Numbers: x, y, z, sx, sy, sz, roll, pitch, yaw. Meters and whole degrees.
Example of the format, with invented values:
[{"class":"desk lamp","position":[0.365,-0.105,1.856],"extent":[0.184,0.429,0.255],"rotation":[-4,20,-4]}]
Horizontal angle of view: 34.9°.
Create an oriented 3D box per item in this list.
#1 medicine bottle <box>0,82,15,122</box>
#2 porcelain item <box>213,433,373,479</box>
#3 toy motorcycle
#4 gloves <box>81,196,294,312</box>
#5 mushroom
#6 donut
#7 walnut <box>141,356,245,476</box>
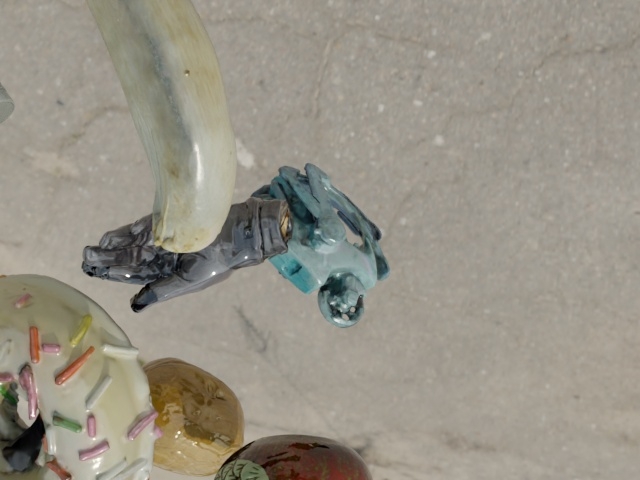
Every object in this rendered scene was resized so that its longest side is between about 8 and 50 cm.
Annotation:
[{"class":"medicine bottle","position":[-0.449,-0.198,1.333],"extent":[0.091,0.058,0.058],"rotation":[52,144,10]},{"class":"porcelain item","position":[-0.037,0.395,1.424],"extent":[0.253,0.253,0.253],"rotation":[11,144,8]},{"class":"toy motorcycle","position":[0.000,0.000,1.633],"extent":[0.260,0.206,0.154],"rotation":[46,135,-5]},{"class":"gloves","position":[-0.171,0.013,1.340],"extent":[0.285,0.142,0.119],"rotation":[-7,169,-10]},{"class":"mushroom","position":[-0.153,-0.158,0.974],"extent":[0.123,0.095,0.351],"rotation":[-5,105,29]},{"class":"donut","position":[-0.391,0.231,1.311],"extent":[0.382,0.142,0.382],"rotation":[5,105,19]},{"class":"walnut","position":[-0.231,0.296,1.694],"extent":[0.225,0.193,0.193],"rotation":[29,144,-31]}]
